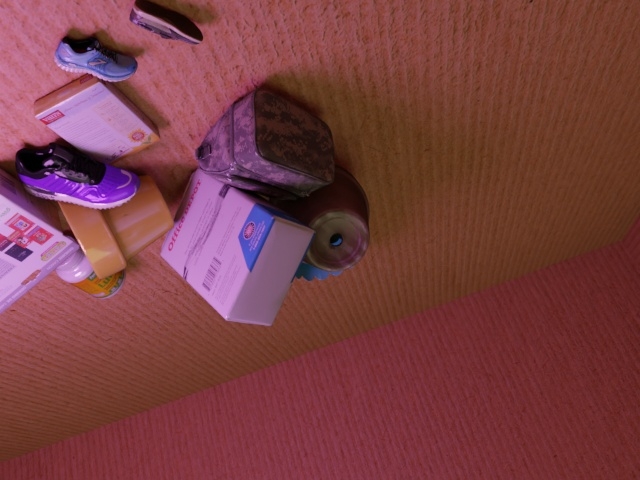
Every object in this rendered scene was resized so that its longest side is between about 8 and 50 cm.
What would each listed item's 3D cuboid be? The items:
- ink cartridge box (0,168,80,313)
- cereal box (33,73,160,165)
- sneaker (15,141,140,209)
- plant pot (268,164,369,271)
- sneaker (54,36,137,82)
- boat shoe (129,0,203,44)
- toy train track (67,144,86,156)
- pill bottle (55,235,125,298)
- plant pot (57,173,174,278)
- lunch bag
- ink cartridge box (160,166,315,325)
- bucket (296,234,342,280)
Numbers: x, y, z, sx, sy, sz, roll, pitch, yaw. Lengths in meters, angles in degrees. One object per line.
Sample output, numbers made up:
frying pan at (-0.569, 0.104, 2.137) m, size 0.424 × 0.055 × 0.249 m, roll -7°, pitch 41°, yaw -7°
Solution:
ink cartridge box at (-0.824, 0.010, 1.457) m, size 0.309 × 0.130 × 0.272 m, roll -38°, pitch 140°, yaw 2°
cereal box at (-0.513, -0.276, 1.347) m, size 0.172 × 0.047 × 0.240 m, roll -24°, pitch 152°, yaw 8°
sneaker at (-0.587, -0.163, 1.376) m, size 0.293 × 0.102 × 0.146 m, roll 5°, pitch 146°, yaw -1°
plant pot at (0.017, -0.048, 1.705) m, size 0.322 × 0.280 × 0.324 m, roll -4°, pitch 109°, yaw -11°
sneaker at (-0.455, -0.377, 1.185) m, size 0.162 × 0.064 × 0.073 m, roll 0°, pitch 144°, yaw -33°
boat shoe at (-0.314, -0.438, 1.176) m, size 0.152 × 0.056 × 0.049 m, roll 19°, pitch 141°, yaw -37°
toy train track at (-0.595, -0.221, 1.434) m, size 0.048 × 0.014 × 0.083 m, roll -14°, pitch 153°, yaw -9°
pill bottle at (-0.720, 0.079, 1.771) m, size 0.136 × 0.137 × 0.246 m, roll -21°, pitch 153°, yaw 4°
plant pot at (-0.537, -0.059, 1.547) m, size 0.238 × 0.254 × 0.254 m, roll -28°, pitch 156°, yaw -18°
lunch bag at (-0.142, -0.224, 1.524) m, size 0.255 × 0.213 × 0.305 m, roll -18°, pitch 158°, yaw 41°
ink cartridge box at (-0.237, 0.007, 1.562) m, size 0.166 × 0.394 × 0.286 m, roll 18°, pitch 101°, yaw -46°
bucket at (0.000, 0.000, 2.035) m, size 0.280 × 0.183 × 0.281 m, roll -15°, pitch 153°, yaw -8°
